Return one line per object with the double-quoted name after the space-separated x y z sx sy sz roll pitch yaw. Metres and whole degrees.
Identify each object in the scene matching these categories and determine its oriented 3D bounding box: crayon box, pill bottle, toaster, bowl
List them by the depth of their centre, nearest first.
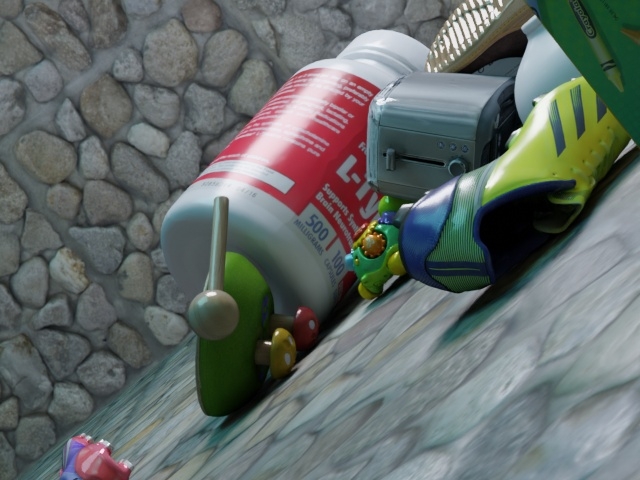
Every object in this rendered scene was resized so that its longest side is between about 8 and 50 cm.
0.223 -0.216 1.222 0.081 0.278 0.165 -36 4 37 "crayon box"
0.301 -0.211 1.632 0.298 0.134 0.298 -40 2 2 "bowl"
0.141 -0.117 1.748 0.146 0.129 0.227 9 24 18 "toaster"
0.002 -0.078 1.981 0.407 0.229 0.229 -51 9 -35 "pill bottle"

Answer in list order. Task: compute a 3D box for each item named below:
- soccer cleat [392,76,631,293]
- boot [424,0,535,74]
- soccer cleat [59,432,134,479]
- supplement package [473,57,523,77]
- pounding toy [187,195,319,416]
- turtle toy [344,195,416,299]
0.184 -0.045 1.273 0.289 0.093 0.121 -36 31 -32 "soccer cleat"
0.266 -0.220 1.820 0.248 0.207 0.090 -39 36 34 "boot"
-0.294 0.294 1.957 0.095 0.083 0.248 -45 7 -17 "soccer cleat"
0.284 -0.230 2.015 0.204 0.145 0.262 -39 3 2 "supplement package"
-0.065 0.091 1.726 0.237 0.110 0.183 83 -165 -52 "pounding toy"
0.074 0.000 1.737 0.130 0.066 0.095 -53 6 -37 "turtle toy"
